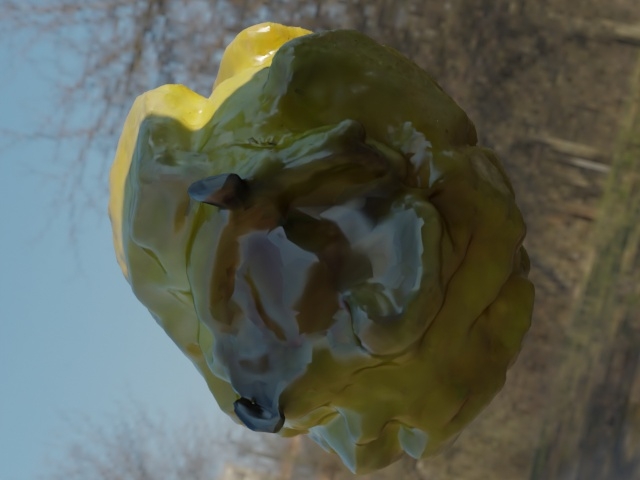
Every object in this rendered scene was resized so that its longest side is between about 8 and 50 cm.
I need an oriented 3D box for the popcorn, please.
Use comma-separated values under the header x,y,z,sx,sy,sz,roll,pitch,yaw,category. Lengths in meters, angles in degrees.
x,y,z,sx,sy,sz,roll,pitch,yaw,category
0.000,0.000,0.561,0.148,0.167,0.152,-59,-10,20,popcorn
